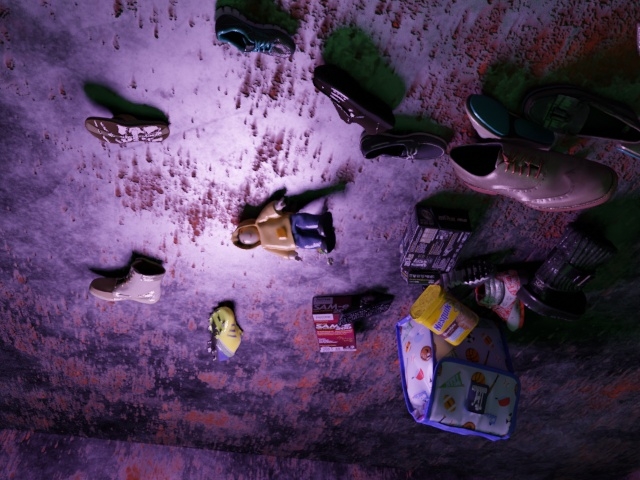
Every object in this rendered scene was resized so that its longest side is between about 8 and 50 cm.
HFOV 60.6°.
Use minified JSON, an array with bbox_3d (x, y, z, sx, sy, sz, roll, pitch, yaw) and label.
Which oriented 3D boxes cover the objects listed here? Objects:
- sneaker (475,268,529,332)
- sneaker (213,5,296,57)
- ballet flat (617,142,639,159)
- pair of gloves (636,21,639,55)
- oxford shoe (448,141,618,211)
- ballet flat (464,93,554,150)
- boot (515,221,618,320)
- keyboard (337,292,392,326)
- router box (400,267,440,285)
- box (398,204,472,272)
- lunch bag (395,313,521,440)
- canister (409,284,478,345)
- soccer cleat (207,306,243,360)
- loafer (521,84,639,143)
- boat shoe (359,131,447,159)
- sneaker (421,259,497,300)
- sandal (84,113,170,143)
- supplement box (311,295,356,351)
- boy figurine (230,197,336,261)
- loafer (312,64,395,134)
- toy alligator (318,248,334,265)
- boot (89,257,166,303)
[{"bbox_3d":[0.555,0.190,1.698,0.145,0.090,0.270,-4,136,8],"label":"sneaker"},{"bbox_3d":[-0.129,-0.382,1.051,0.167,0.076,0.065,15,139,-15],"label":"sneaker"},{"bbox_3d":[0.753,-0.205,1.262,0.168,0.057,0.052,18,109,-24],"label":"ballet flat"},{"bbox_3d":[0.682,-0.450,0.971,0.204,0.042,0.240,-10,138,14],"label":"pair of gloves"},{"bbox_3d":[0.430,-0.141,1.157,0.348,0.123,0.130,12,174,42],"label":"oxford shoe"},{"bbox_3d":[0.399,-0.243,1.203,0.249,0.086,0.086,18,137,-20],"label":"ballet flat"},{"bbox_3d":[0.723,0.091,1.546,0.348,0.131,0.260,8,118,-49],"label":"boot"},{"bbox_3d":[0.147,0.225,1.722,0.192,0.038,0.100,-15,137,-25],"label":"keyboard"},{"bbox_3d":[0.286,0.100,1.581,0.092,0.122,0.038,3,95,-1],"label":"router box"},{"bbox_3d":[0.306,-0.002,1.484,0.147,0.077,0.180,6,139,-5],"label":"box"},{"bbox_3d":[0.438,0.419,1.742,0.328,0.385,0.239,17,138,-16],"label":"lunch bag"},{"bbox_3d":[0.366,0.219,1.607,0.170,0.073,0.126,34,99,-20],"label":"canister"},{"bbox_3d":[-0.321,0.313,1.892,0.121,0.093,0.289,-15,143,-29],"label":"soccer cleat"},{"bbox_3d":[0.561,-0.261,1.156,0.268,0.084,0.096,7,128,-11],"label":"loafer"},{"bbox_3d":[0.191,-0.204,1.258,0.206,0.065,0.075,5,139,-4],"label":"boat shoe"},{"bbox_3d":[0.428,0.126,1.638,0.234,0.078,0.106,-25,136,33],"label":"sneaker"},{"bbox_3d":[-0.434,-0.258,1.235,0.180,0.049,0.072,-3,148,-18],"label":"sandal"},{"bbox_3d":[0.049,0.283,1.834,0.130,0.073,0.239,-4,138,6],"label":"supplement box"},{"bbox_3d":[-0.106,-0.028,1.437,0.285,0.092,0.177,1,116,19],"label":"boy figurine"},{"bbox_3d":[0.061,-0.283,1.157,0.220,0.080,0.078,30,132,-29],"label":"loafer"},{"bbox_3d":[0.000,0.000,1.521,0.051,0.056,0.189,30,151,31],"label":"toy alligator"},{"bbox_3d":[-0.583,0.117,1.656,0.213,0.077,0.165,10,140,-18],"label":"boot"}]
